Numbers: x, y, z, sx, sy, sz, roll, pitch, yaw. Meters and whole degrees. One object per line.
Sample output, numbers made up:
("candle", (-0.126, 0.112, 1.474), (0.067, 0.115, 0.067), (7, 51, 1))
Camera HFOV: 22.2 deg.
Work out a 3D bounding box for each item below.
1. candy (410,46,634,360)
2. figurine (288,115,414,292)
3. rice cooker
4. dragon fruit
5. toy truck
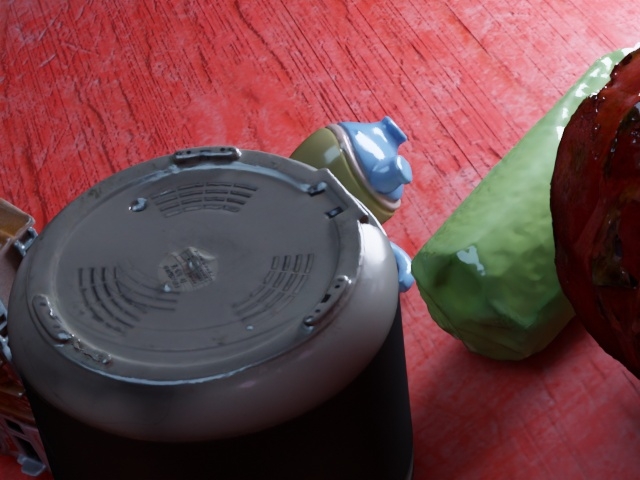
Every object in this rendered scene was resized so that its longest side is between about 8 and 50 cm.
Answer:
("candy", (0.231, -0.036, 1.520), (0.343, 0.132, 0.142), (-46, 30, -24))
("figurine", (-0.003, -0.003, 1.605), (0.262, 0.154, 0.180), (-40, 61, 4))
("rice cooker", (-0.083, 0.122, 1.358), (0.335, 0.325, 0.335), (-5, 43, 4))
("dragon fruit", (0.325, -0.021, 1.308), (0.296, 0.295, 0.301), (-14, 42, 17))
("toy truck", (-0.291, 0.092, 1.547), (0.162, 0.305, 0.136), (21, 56, 37))
